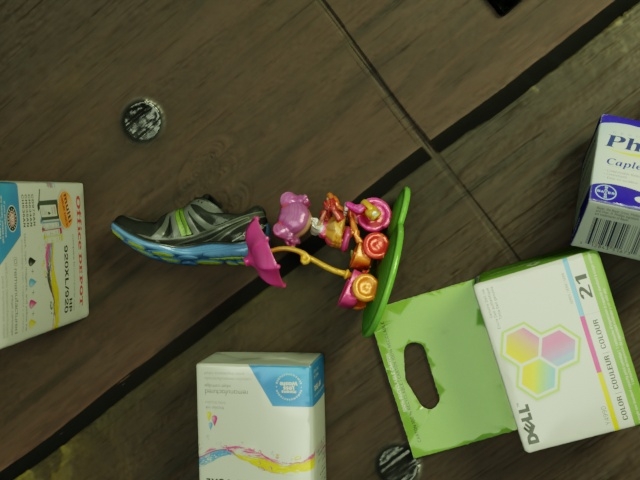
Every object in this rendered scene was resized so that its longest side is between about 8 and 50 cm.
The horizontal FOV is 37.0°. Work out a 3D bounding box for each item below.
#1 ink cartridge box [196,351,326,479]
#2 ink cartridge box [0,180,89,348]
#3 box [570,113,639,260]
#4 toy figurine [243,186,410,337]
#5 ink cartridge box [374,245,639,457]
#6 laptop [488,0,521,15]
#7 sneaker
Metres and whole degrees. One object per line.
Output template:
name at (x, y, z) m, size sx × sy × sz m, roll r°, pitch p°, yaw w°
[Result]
ink cartridge box at (-0.065, 0.247, 1.091) m, size 0.134 × 0.078 × 0.231 m, roll -1°, pitch 94°, yaw 10°
ink cartridge box at (-0.378, 0.019, 1.053) m, size 0.168 × 0.233 × 0.171 m, roll 0°, pitch 93°, yaw 8°
box at (0.329, -0.050, 0.967) m, size 0.126 × 0.137 × 0.072 m, roll 13°, pitch 138°, yaw 9°
toy figurine at (0.000, 0.000, 1.029) m, size 0.159 × 0.130 × 0.173 m, roll 17°, pitch 74°, yaw -4°
ink cartridge box at (0.193, 0.130, 1.028) m, size 0.255 × 0.097 × 0.188 m, roll -18°, pitch 91°, yaw 10°
laptop at (0.238, -0.422, 1.026) m, size 0.264 × 0.136 × 0.234 m, roll -41°, pitch 85°, yaw 36°
sneaker at (-0.147, -0.014, 1.103) m, size 0.188 × 0.067 × 0.078 m, roll 1°, pitch 74°, yaw 12°
